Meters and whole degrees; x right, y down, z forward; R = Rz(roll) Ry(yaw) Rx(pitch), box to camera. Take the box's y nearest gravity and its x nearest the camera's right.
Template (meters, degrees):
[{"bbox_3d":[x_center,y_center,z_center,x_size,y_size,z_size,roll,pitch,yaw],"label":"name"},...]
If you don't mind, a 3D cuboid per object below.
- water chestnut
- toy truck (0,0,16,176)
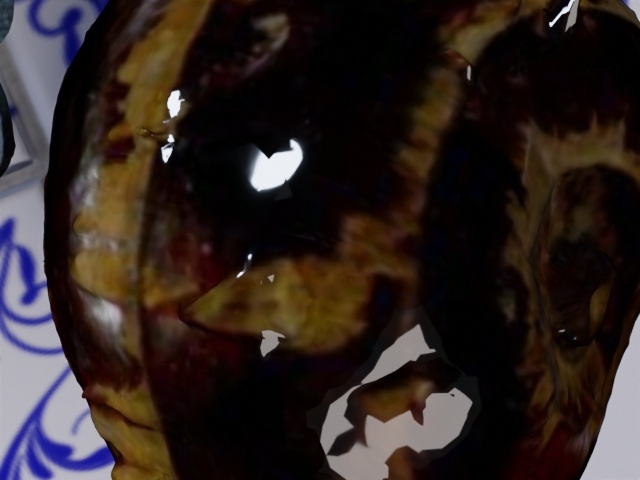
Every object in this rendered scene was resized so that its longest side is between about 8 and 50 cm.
[{"bbox_3d":[0.000,0.000,0.748,0.300,0.300,0.300,-11,128,-14],"label":"water chestnut"},{"bbox_3d":[-0.197,-0.134,0.596,0.136,0.162,0.305,-21,133,-38],"label":"toy truck"}]
